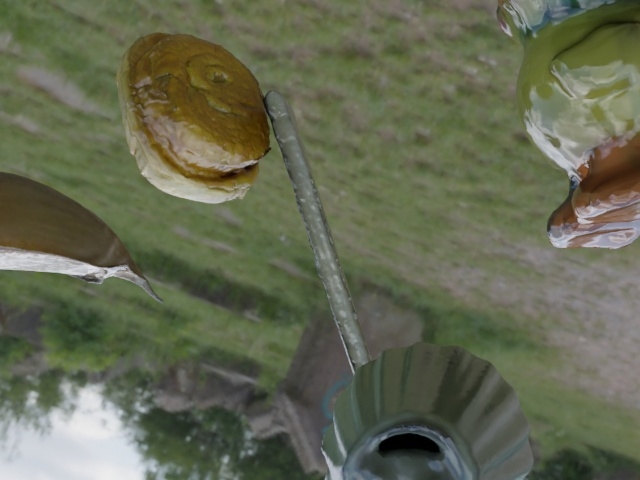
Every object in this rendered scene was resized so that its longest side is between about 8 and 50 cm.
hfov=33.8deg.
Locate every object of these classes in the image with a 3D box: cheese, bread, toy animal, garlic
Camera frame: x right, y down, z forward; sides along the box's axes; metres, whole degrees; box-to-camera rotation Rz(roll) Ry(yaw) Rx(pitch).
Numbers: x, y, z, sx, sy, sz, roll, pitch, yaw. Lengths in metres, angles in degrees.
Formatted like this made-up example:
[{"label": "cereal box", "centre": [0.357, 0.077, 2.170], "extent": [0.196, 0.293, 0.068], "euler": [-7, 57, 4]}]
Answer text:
[{"label": "cheese", "centre": [0.003, -0.001, 1.334], "extent": [0.034, 0.400, 0.085], "euler": [-18, 167, 6]}, {"label": "bread", "centre": [-0.167, -0.164, 1.367], "extent": [0.198, 0.236, 0.120], "euler": [8, 148, -44]}, {"label": "toy animal", "centre": [0.277, -0.174, 1.003], "extent": [0.191, 0.338, 0.216], "euler": [-10, 167, 1]}, {"label": "garlic", "centre": [-0.418, 0.014, 1.599], "extent": [0.338, 0.151, 0.196], "euler": [20, -160, -29]}]

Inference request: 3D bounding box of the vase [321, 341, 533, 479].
[{"label": "vase", "centre": [0.057, 0.121, 0.592], "extent": [0.128, 0.128, 0.248], "euler": [20, 178, 10]}]
